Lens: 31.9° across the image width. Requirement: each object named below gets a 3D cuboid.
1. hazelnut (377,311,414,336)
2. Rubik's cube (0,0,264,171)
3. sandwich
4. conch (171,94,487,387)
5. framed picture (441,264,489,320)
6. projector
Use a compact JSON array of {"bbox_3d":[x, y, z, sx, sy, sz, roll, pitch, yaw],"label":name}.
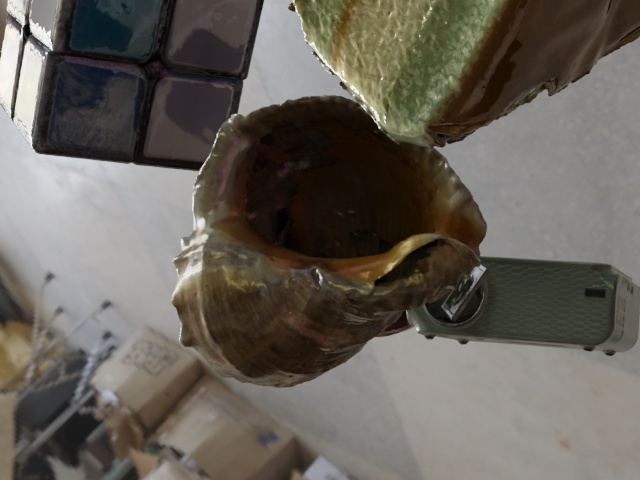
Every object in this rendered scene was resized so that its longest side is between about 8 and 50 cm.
[{"bbox_3d":[0.091,0.055,1.712,0.181,0.212,0.181,28,123,18],"label":"hazelnut"},{"bbox_3d":[-0.306,-0.303,1.730,0.316,0.319,0.313,40,121,56],"label":"Rubik's cube"},{"bbox_3d":[0.093,-0.187,0.588,0.155,0.227,0.198,52,174,26],"label":"sandwich"},{"bbox_3d":[0.002,0.000,1.194,0.210,0.353,0.297,-7,-92,-80],"label":"conch"},{"bbox_3d":[0.155,0.053,1.200,0.007,0.066,0.089,35,-176,-3],"label":"framed picture"},{"bbox_3d":[0.254,0.082,1.385,0.251,0.108,0.198,4,174,24],"label":"projector"}]
